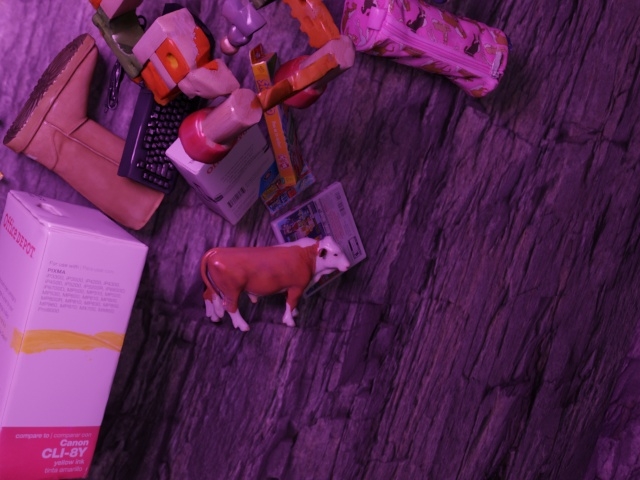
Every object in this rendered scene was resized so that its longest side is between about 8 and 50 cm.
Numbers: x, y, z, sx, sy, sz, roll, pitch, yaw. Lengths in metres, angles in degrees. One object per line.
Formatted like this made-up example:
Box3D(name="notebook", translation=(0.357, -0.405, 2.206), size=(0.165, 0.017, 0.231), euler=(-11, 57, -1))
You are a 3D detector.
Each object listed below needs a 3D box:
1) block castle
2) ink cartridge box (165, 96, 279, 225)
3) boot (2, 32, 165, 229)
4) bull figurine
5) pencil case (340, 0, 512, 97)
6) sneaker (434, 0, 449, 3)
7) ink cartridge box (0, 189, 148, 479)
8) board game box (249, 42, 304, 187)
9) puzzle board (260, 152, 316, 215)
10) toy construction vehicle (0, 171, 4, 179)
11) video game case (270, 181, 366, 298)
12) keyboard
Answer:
Box3D(name="block castle", translation=(-0.187, -0.370, 1.082), size=(0.303, 0.213, 0.453), euler=(-39, 102, -33))
Box3D(name="ink cartridge box", translation=(-0.171, -0.143, 1.279), size=(0.148, 0.086, 0.203), euler=(-50, 154, -12))
Box3D(name="boot", translation=(-0.363, -0.180, 1.198), size=(0.269, 0.089, 0.236), euler=(36, 86, -39))
Box3D(name="bull figurine", translation=(-0.095, 0.080, 1.430), size=(0.310, 0.101, 0.188), euler=(0, 106, -20))
Box3D(name="pencil case", translation=(0.222, -0.420, 1.461), size=(0.386, 0.167, 0.160), euler=(11, 78, -34))
Box3D(name="sneaker", translation=(0.119, -0.530, 1.270), size=(0.148, 0.131, 0.350), euler=(-47, 133, 6))
Box3D(name="ink cartridge box", translation=(-0.436, 0.140, 1.117), size=(0.160, 0.279, 0.384), euler=(12, 98, -37))
Box3D(name="board game box", translation=(-0.082, -0.243, 1.339), size=(0.039, 0.124, 0.259), euler=(-12, 111, 11))
Box3D(name="puzzle board", translation=(-0.075, -0.125, 1.450), size=(0.128, 0.011, 0.096), euler=(-40, 123, -19))
Box3D(name="toy construction vehicle", translation=(-0.560, -0.099, 1.096), size=(0.086, 0.035, 0.098), euler=(-51, 141, -6))
Box3D(name="video game case", translation=(0.000, 0.000, 1.533), size=(0.183, 0.023, 0.201), euler=(-33, 121, -22))
Box3D(name="keyboard", translation=(-0.280, -0.254, 1.193), size=(0.201, 0.033, 0.317), euler=(22, 78, -51))
